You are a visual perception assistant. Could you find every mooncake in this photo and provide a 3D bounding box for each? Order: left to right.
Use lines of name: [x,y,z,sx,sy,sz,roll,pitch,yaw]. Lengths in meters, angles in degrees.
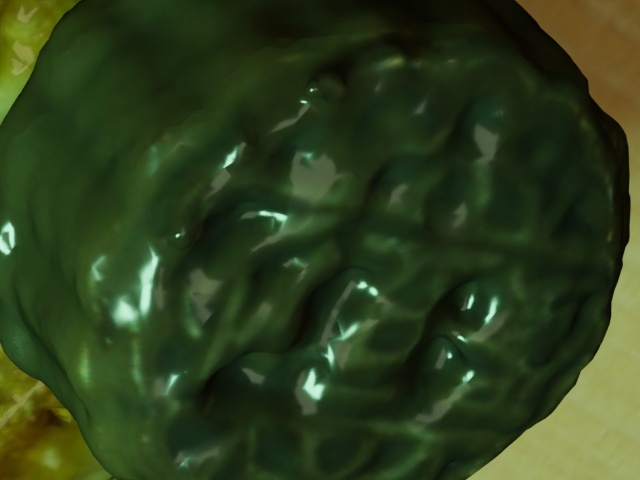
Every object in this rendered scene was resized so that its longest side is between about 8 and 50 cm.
mooncake: [0.000,0.000,0.649,0.228,0.124,0.228,-16,125,-24]

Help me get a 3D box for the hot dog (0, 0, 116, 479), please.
hot dog: [-0.183,0.002,0.742,0.367,0.196,0.365,31,94,-31]
